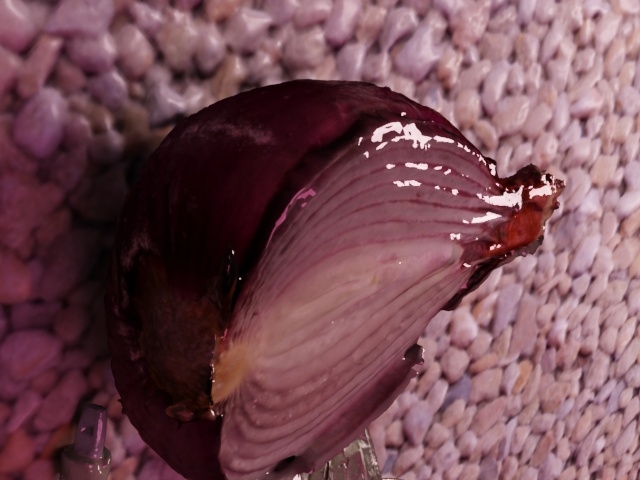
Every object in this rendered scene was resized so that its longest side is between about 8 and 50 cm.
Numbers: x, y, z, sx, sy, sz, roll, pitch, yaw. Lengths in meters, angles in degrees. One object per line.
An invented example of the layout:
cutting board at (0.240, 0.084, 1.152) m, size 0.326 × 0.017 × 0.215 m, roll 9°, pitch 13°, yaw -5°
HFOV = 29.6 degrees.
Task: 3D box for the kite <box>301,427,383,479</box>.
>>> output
kite at (-0.033, 0.170, 0.893) m, size 0.229 × 0.012 × 0.250 m, roll 28°, pitch 69°, yaw -27°

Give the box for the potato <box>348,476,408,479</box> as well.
potato at (0.013, 0.300, 0.988) m, size 0.299 × 0.116 × 0.239 m, roll 5°, pitch 92°, yaw -36°

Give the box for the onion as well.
onion at (0.000, 0.000, 0.789) m, size 0.349 × 0.159 × 0.267 m, roll -21°, pitch 136°, yaw -46°

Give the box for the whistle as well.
whistle at (-0.156, 0.155, 0.799) m, size 0.035 × 0.035 × 0.100 m, roll -2°, pitch 110°, yaw -45°
